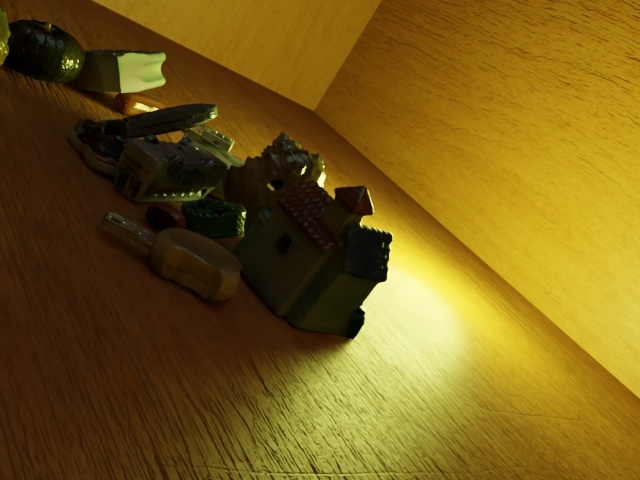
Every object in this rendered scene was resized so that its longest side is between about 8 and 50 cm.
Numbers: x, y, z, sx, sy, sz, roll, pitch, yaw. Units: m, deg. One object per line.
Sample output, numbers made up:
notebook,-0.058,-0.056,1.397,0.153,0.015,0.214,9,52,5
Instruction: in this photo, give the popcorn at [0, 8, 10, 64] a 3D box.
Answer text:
popcorn,-0.803,-0.457,1.680,0.226,0.249,0.249,-1,1,24

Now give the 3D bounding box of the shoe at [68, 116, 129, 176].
shoe,-0.503,-0.244,1.794,0.099,0.125,0.227,13,26,-45

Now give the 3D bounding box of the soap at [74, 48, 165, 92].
soap,-0.600,-0.508,2.308,0.208,0.114,0.347,2,15,3

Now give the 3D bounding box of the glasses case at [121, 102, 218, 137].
glasses case,-0.413,-0.320,2.067,0.283,0.067,0.109,-16,20,-15

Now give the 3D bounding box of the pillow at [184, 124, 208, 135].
pillow,-0.416,-0.370,2.520,0.185,0.043,0.118,27,18,-21

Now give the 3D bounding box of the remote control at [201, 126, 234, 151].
remote control,-0.280,-0.280,2.131,0.088,0.029,0.190,30,7,-8

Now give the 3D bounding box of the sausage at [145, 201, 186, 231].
sausage,-0.328,-0.046,1.647,0.094,0.059,0.054,32,1,14

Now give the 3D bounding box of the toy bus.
toy bus,-0.351,-0.164,1.821,0.109,0.136,0.330,39,16,15

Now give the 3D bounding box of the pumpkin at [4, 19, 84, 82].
pumpkin,-0.747,-0.511,2.076,0.224,0.157,0.223,19,19,-7

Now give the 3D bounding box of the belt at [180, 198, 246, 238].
belt,-0.238,-0.057,1.733,0.152,0.079,0.121,4,20,-15

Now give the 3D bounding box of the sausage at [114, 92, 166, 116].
sausage,-0.533,-0.399,2.318,0.076,0.076,0.198,39,15,23

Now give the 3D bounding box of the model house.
model house,0.013,-0.002,1.692,0.252,0.329,0.295,10,28,-47

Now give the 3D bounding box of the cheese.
cheese,-0.287,0.022,1.488,0.287,0.082,0.163,26,15,-14

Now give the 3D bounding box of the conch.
conch,-0.118,-0.139,1.940,0.264,0.186,0.324,-2,51,0

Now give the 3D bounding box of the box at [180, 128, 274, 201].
box,-0.230,-0.162,2.116,0.370,0.112,0.190,28,17,-14
